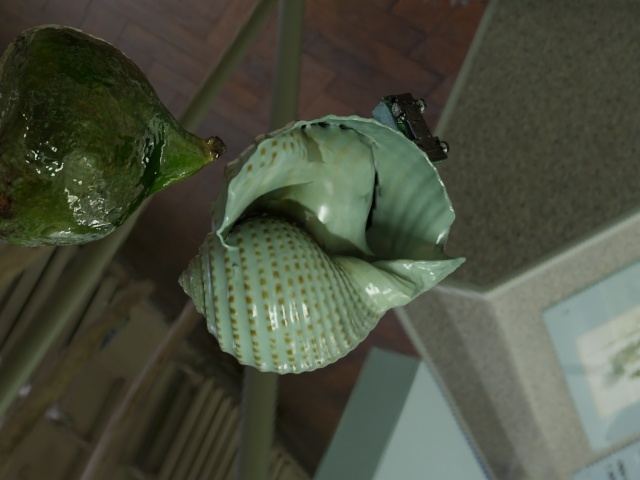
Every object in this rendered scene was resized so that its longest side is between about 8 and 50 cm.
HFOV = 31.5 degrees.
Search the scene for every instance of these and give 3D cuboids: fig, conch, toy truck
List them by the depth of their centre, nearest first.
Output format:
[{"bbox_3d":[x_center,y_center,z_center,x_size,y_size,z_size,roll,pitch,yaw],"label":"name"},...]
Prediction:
[{"bbox_3d":[-0.193,-0.075,1.013,0.235,0.203,0.203,17,161,-29],"label":"fig"},{"bbox_3d":[-0.012,-0.001,1.357,0.319,0.303,0.215,-10,-168,-32],"label":"conch"},{"bbox_3d":[0.154,-0.181,1.935,0.065,0.147,0.079,-13,157,-33],"label":"toy truck"}]
